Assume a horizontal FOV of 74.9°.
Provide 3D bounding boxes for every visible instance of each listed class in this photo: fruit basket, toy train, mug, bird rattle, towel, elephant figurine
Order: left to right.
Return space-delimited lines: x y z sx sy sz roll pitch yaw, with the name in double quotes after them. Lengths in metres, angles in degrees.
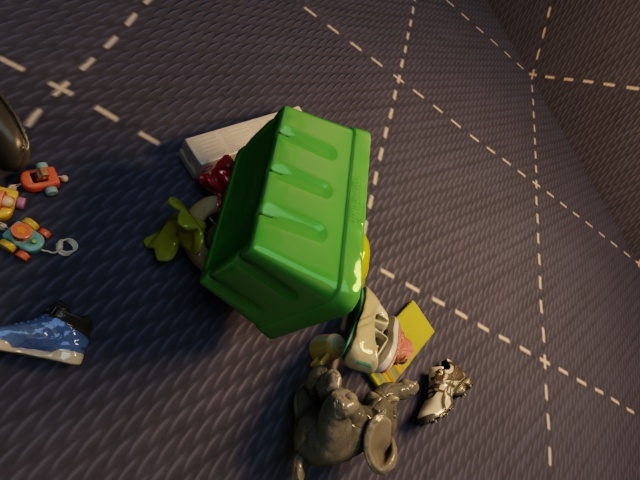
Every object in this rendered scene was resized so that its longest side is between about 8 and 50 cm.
-0.455 -0.052 0.663 0.125 0.046 0.166 -15 78 -37 "toy train"
-0.199 -0.027 0.806 0.206 0.143 0.253 56 37 -14 "bird rattle"
0.000 0.000 0.772 0.392 0.283 0.391 20 57 -34 "fruit basket"
0.018 0.223 0.841 0.062 0.064 0.078 23 58 -25 "mug"
0.076 0.340 0.767 0.240 0.186 0.169 31 14 -25 "elephant figurine"
0.179 0.242 0.969 0.237 0.021 0.102 -35 94 -39 "towel"

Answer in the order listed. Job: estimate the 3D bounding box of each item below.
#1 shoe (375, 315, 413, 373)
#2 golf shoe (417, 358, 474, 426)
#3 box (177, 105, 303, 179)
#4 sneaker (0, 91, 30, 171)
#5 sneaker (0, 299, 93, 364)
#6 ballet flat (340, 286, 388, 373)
0.153 0.235 0.873 0.081 0.064 0.178 54 25 -8 "shoe"
0.263 0.343 0.952 0.198 0.077 0.093 -21 71 -45 "golf shoe"
-0.156 -0.225 0.931 0.324 0.063 0.067 -33 87 -39 "box"
-0.576 -0.211 0.580 0.330 0.122 0.146 46 32 -10 "sneaker"
-0.412 0.122 0.601 0.152 0.058 0.084 23 63 -28 "sneaker"
0.099 0.179 0.854 0.086 0.086 0.248 45 26 -8 "ballet flat"
